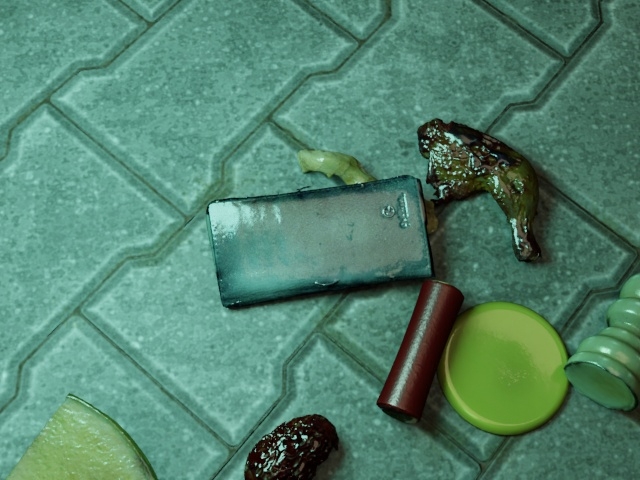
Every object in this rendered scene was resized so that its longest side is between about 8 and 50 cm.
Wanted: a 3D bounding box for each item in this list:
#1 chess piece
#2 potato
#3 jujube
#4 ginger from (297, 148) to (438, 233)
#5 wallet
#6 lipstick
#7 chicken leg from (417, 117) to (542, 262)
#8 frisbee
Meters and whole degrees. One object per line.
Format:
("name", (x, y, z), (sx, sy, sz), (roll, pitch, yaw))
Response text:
("chess piece", (0.530, 0.157, 1.349), (0.133, 0.133, 0.243), (36, 67, 9))
("potato", (-0.351, 0.414, 1.202), (0.255, 0.112, 0.269), (32, 75, 4))
("jujube", (-0.050, 0.337, 1.261), (0.104, 0.104, 0.166), (44, 61, 11))
("ginger", (0.083, -0.091, 1.435), (0.288, 0.075, 0.089), (26, 76, 1))
("wallet", (0.000, 0.000, 1.369), (0.379, 0.046, 0.190), (-9, 87, -3))
("lipstick", (0.170, 0.184, 1.334), (0.080, 0.080, 0.241), (22, 70, 4))
("chicken leg", (0.301, -0.106, 1.453), (0.322, 0.083, 0.177), (35, 81, 10))
("frisbee", (0.317, 0.216, 1.365), (0.236, 0.017, 0.236), (1, 71, -4))
